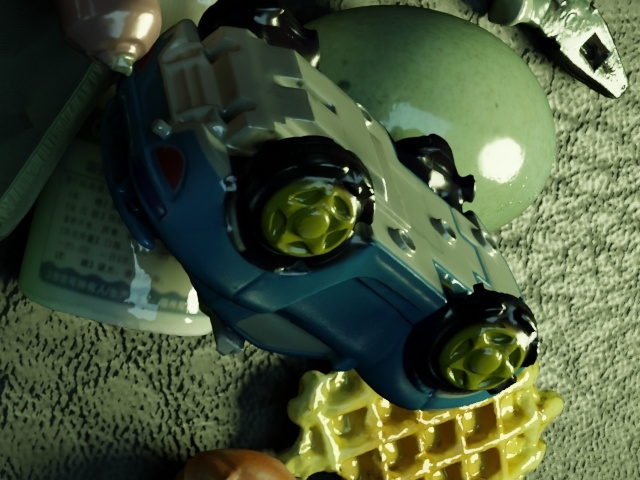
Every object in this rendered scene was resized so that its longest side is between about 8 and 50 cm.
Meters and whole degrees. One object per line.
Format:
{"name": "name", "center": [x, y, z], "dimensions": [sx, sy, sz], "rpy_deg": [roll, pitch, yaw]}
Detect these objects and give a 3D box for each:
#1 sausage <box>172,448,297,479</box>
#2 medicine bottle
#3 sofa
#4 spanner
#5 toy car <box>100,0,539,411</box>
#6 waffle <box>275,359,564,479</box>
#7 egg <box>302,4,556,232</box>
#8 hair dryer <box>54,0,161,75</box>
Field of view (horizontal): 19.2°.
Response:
{"name": "sausage", "center": [-0.046, 0.271, 1.373], "dimensions": [0.133, 0.133, 0.258], "rpy_deg": [-19, 112, -30]}
{"name": "medicine bottle", "center": [-0.107, -0.064, 1.241], "dimensions": [0.139, 0.139, 0.237], "rpy_deg": [12, 93, -37]}
{"name": "sofa", "center": [-0.247, -0.136, 1.160], "dimensions": [0.210, 0.176, 0.225], "rpy_deg": [16, 120, -37]}
{"name": "spanner", "center": [0.146, -0.223, 1.440], "dimensions": [0.096, 0.040, 0.325], "rpy_deg": [-49, 122, -12]}
{"name": "toy car", "center": [0.000, 0.000, 1.142], "dimensions": [0.166, 0.198, 0.314], "rpy_deg": [-38, 129, 19]}
{"name": "waffle", "center": [0.077, 0.155, 1.476], "dimensions": [0.261, 0.056, 0.250], "rpy_deg": [32, 82, -34]}
{"name": "egg", "center": [0.062, -0.080, 1.335], "dimensions": [0.236, 0.169, 0.169], "rpy_deg": [10, 95, -39]}
{"name": "hair dryer", "center": [-0.125, -0.248, 1.092], "dimensions": [0.210, 0.125, 0.353], "rpy_deg": [-1, 67, -27]}
